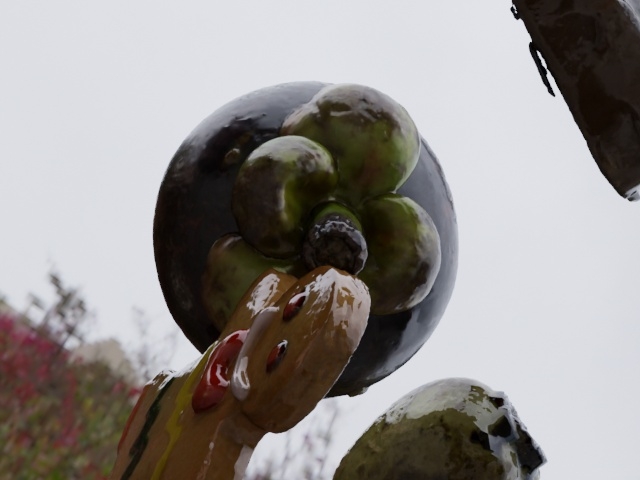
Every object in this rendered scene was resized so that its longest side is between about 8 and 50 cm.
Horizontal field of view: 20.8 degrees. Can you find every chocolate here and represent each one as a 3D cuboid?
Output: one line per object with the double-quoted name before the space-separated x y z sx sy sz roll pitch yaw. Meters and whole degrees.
"chocolate" 0.237 -0.147 1.368 0.093 0.148 0.214 -29 -88 29

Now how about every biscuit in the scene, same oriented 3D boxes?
"biscuit" -0.056 0.084 0.892 0.036 0.165 0.250 32 -39 -16

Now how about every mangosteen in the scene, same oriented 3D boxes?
"mangosteen" 0.000 0.000 1.020 0.192 0.217 0.192 0 -89 -17

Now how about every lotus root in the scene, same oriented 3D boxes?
"lotus root" 0.082 0.195 1.375 0.214 0.138 0.138 -37 -74 27
